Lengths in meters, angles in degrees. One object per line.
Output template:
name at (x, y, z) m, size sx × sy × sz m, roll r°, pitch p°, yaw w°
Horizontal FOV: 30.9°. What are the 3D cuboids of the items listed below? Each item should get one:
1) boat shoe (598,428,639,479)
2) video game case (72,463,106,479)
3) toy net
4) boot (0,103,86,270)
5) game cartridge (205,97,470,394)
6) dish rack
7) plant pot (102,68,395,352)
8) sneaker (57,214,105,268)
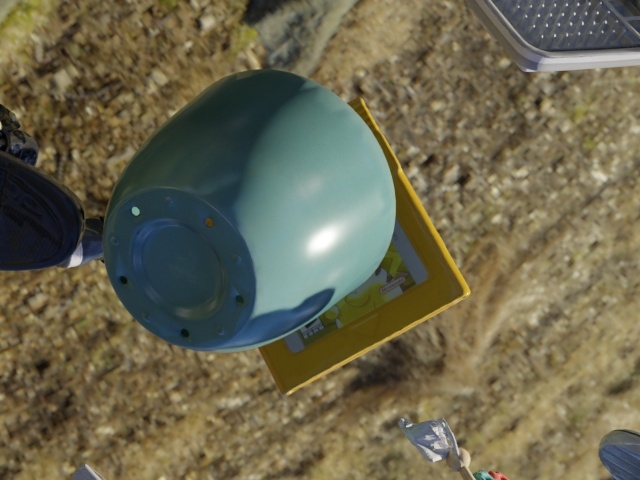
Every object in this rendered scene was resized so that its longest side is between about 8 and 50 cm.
boat shoe at (0.416, 0.264, 1.302) m, size 0.076 × 0.226 × 0.083 m, roll -61°, pitch -174°, yaw -35°
video game case at (-0.318, 0.530, 2.084) m, size 0.036 × 0.300 × 0.329 m, roll -44°, pitch 172°, yaw -14°
toy net at (0.194, 0.269, 1.368) m, size 0.045 × 0.232 × 0.122 m, roll -49°, pitch -178°, yaw 16°
boot at (-0.412, -0.082, 1.365) m, size 0.284 × 0.377 × 0.138 m, roll -47°, pitch 146°, yaw -71°
game cartridge at (0.000, 0.000, 1.552) m, size 0.285 × 0.324 × 0.053 m, roll -29°, pitch 171°, yaw 1°
dish rack at (0.386, -0.366, 1.870) m, size 0.332 × 0.286 × 0.072 m, roll -8°, pitch 141°, yaw -29°
plant pot at (-0.096, -0.015, 1.257) m, size 0.235 × 0.293 × 0.293 m, roll -42°, pitch 163°, yaw -56°
sneaker at (-0.379, -0.008, 1.881) m, size 0.163 × 0.226 × 0.086 m, roll -12°, pitch 108°, yaw -34°
